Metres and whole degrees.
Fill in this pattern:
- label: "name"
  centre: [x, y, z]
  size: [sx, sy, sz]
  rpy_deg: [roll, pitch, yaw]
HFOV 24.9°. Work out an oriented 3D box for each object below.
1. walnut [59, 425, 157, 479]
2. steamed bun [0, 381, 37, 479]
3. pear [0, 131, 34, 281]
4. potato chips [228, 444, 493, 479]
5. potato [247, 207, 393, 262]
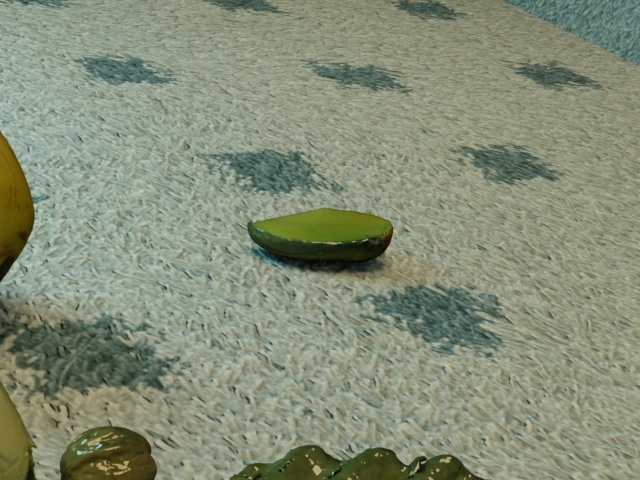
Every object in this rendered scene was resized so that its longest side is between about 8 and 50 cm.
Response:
- label: "walnut"
  centre: [-0.197, 0.212, 1.343]
  size: [0.092, 0.092, 0.092]
  rpy_deg: [9, 22, -4]
- label: "steamed bun"
  centre: [-0.391, 0.153, 1.281]
  size: [0.273, 0.166, 0.232]
  rpy_deg: [-4, 25, -30]
- label: "pear"
  centre: [-0.456, -0.037, 1.588]
  size: [0.280, 0.281, 0.281]
  rpy_deg: [9, 22, -4]
- label: "potato chips"
  centre: [0.079, 0.266, 1.134]
  size: [0.373, 0.097, 0.389]
  rpy_deg: [21, 11, -1]
- label: "potato"
  centre: [0.000, 0.000, 1.971]
  size: [0.197, 0.054, 0.119]
  rpy_deg: [-4, 26, -21]
